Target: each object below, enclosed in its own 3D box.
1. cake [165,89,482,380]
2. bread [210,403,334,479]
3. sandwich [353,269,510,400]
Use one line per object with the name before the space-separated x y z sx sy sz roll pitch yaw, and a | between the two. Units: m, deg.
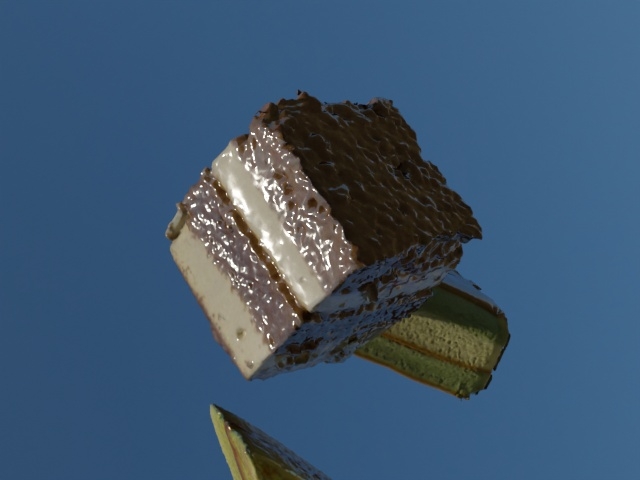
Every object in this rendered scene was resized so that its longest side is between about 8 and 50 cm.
cake | 0.000 0.000 1.469 0.256 0.290 0.282 -8 -126 -45
bread | 0.011 0.274 1.209 0.163 0.167 0.264 -22 -70 -15
sandwich | 0.119 0.108 1.660 0.198 0.227 0.155 14 -76 -39
